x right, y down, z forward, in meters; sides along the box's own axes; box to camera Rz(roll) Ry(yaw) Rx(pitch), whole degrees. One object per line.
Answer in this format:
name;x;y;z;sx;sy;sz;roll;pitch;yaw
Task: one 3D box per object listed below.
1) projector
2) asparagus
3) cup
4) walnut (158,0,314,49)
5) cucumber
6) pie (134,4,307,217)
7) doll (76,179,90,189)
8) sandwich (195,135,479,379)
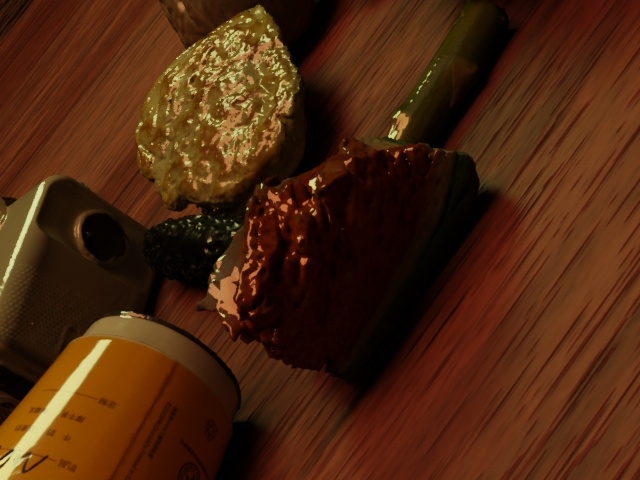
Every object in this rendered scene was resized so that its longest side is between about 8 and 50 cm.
projector;-0.276;0.064;1.088;0.177;0.163;0.242;-28;37;36
asparagus;0.092;-0.113;0.864;0.045;0.041;0.178;27;76;18
cup;-0.169;0.192;0.741;0.196;0.196;0.280;-24;30;43
walnut;-0.102;-0.294;1.223;0.178;0.230;0.178;-30;-16;-10
cucumber;-0.092;0.009;0.966;0.072;0.072;0.300;-58;27;-13
pie;-0.092;-0.118;1.077;0.201;0.090;0.248;-41;44;18
doll;-0.348;0.003;1.383;0.102;0.075;0.227;-52;9;38
sandwich;0.005;-0.008;0.739;0.109;0.160;0.185;29;88;44
